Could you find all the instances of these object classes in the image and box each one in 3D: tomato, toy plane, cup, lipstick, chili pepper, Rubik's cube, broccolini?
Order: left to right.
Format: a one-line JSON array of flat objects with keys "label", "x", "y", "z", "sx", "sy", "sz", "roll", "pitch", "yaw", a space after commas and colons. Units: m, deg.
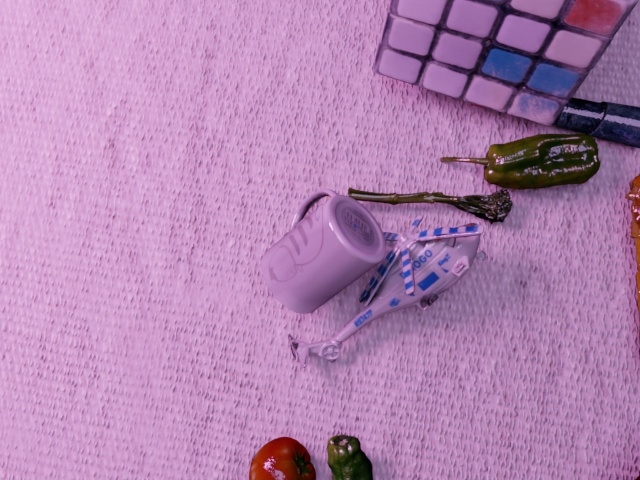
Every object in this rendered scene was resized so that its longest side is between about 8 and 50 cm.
[{"label": "tomato", "x": -0.050, "y": 0.289, "z": 0.913, "sx": 0.075, "sy": 0.087, "sz": 0.087, "roll": -25, "pitch": 78, "yaw": 23}, {"label": "cup", "x": -0.005, "y": 0.003, "z": 0.919, "sx": 0.133, "sy": 0.099, "sz": 0.136, "roll": -39, "pitch": 73, "yaw": 34}, {"label": "chili pepper", "x": 0.025, "y": 0.331, "z": 0.914, "sx": 0.073, "sy": 0.050, "sz": 0.182, "roll": 16, "pitch": 83, "yaw": -31}, {"label": "toy plane", "x": 0.092, "y": 0.075, "z": 0.927, "sx": 0.107, "sy": 0.182, "sz": 0.273, "roll": 41, "pitch": 84, "yaw": -23}, {"label": "broccolini", "x": 0.145, "y": -0.057, "z": 0.980, "sx": 0.218, "sy": 0.042, "sz": 0.044, "roll": 8, "pitch": 80, "yaw": -2}, {"label": "Rubik's cube", "x": 0.230, "y": -0.335, "z": 0.907, "sx": 0.256, "sy": 0.259, "sz": 0.253, "roll": 17, "pitch": 65, "yaw": 5}, {"label": "chili pepper", "x": 0.267, "y": -0.100, "z": 0.974, "sx": 0.204, "sy": 0.073, "sz": 0.072, "roll": -6, "pitch": 73, "yaw": 0}, {"label": "lipstick", "x": 0.321, "y": -0.172, "z": 1.004, "sx": 0.234, "sy": 0.053, "sz": 0.053, "roll": 12, "pitch": 80, "yaw": 9}]

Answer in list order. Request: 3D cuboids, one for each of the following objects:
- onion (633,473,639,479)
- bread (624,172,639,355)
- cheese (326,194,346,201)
[{"label": "onion", "x": 0.460, "y": 0.362, "z": 0.816, "sx": 0.221, "sy": 0.281, "sz": 0.281, "roll": -18, "pitch": 75, "yaw": 43}, {"label": "bread", "x": 0.460, "y": 0.038, "z": 0.941, "sx": 0.139, "sy": 0.077, "sz": 0.271, "roll": 0, "pitch": 82, "yaw": 5}, {"label": "cheese", "x": 0.012, "y": -0.024, "z": 0.995, "sx": 0.044, "sy": 0.030, "sz": 0.083, "roll": 28, "pitch": 86, "yaw": 28}]
